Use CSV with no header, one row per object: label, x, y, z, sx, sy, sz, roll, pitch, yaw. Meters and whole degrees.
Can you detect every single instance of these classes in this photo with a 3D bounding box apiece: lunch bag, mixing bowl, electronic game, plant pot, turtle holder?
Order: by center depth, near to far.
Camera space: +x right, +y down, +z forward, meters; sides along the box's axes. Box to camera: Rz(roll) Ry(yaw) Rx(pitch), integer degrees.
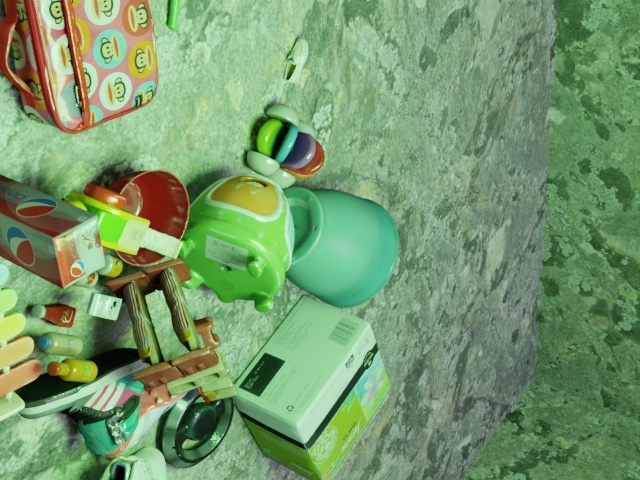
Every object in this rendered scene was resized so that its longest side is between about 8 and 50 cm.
lunch bag,-0.393,-0.326,1.426,0.258,0.120,0.293,-32,130,-40
mixing bowl,-0.340,-0.053,1.654,0.181,0.098,0.182,-24,124,-42
turtle holder,-0.153,0.010,1.850,0.320,0.243,0.228,60,42,-46
electronic game,-0.279,0.413,2.054,0.229,0.048,0.229,-31,131,-43
plant pot,0.000,0.000,2.063,0.255,0.271,0.272,22,88,-52

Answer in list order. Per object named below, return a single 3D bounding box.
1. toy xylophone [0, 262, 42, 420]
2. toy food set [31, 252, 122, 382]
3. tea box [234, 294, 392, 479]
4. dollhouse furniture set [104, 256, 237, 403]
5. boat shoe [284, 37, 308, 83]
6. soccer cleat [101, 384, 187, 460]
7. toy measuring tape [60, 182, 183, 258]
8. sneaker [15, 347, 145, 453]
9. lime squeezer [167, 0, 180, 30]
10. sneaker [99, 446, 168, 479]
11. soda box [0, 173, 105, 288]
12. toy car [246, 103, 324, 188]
toy xylophone,-0.579,0.167,1.439,0.236,0.081,0.323,-35,134,-42
toy food set,-0.437,0.127,1.591,0.104,0.111,0.232,27,78,-66
tea box,-0.013,0.384,2.277,0.329,0.219,0.324,-52,144,-27
dollhouse furniture set,-0.288,0.203,1.793,0.152,0.201,0.374,-19,159,-5
boat shoe,-0.056,-0.393,1.965,0.035,0.035,0.100,-6,118,-58
soccer cleat,-0.368,0.360,1.877,0.248,0.083,0.095,-41,158,-40
toy measuring tape,-0.350,-0.025,1.522,0.122,0.121,0.330,-69,161,-2
sneaker,-0.445,0.326,1.698,0.295,0.123,0.179,-17,111,-53
lime squeezer,-0.222,-0.539,1.613,0.110,0.058,0.311,27,83,-57
sneaker,-0.381,0.488,1.819,0.297,0.110,0.130,-61,155,-74
soda box,-0.447,-0.022,1.361,0.083,0.263,0.092,-35,133,-42
toy car,-0.062,-0.197,1.964,0.182,0.136,0.159,37,76,-57
